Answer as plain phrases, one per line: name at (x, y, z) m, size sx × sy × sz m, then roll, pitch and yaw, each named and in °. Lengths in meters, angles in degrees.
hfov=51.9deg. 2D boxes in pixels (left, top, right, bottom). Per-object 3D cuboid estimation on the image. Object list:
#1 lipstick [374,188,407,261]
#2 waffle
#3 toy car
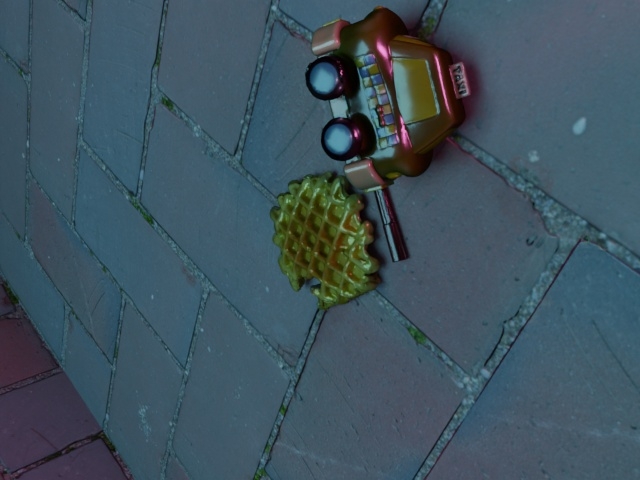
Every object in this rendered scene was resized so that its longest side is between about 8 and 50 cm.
lipstick at (0.108, -0.051, 1.089) m, size 0.027 × 0.027 × 0.177 m, roll -15°, pitch 91°, yaw 49°
waffle at (-0.002, 0.001, 1.205) m, size 0.261 × 0.056 × 0.250 m, roll -24°, pitch 86°, yaw 51°
toy car at (0.111, -0.209, 0.937) m, size 0.198 × 0.204 × 0.248 m, roll -13°, pitch 96°, yaw 25°
